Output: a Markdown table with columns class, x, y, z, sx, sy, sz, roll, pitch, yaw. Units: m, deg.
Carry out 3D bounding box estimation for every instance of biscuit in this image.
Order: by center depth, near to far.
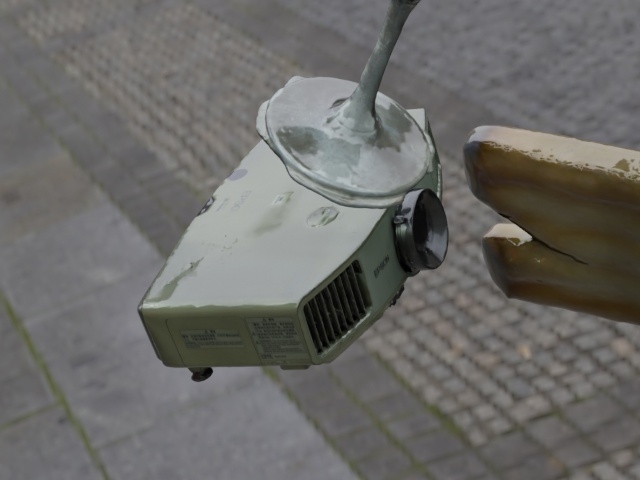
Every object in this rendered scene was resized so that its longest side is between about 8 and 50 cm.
| class | x | y | z | sx | sy | sz | roll | pitch | yaw |
| --- | --- | --- | --- | --- | --- | --- | --- | --- | --- |
| biscuit | 0.278 | -0.004 | 1.695 | 0.290 | 0.237 | 0.062 | 13 | 56 | 26 |

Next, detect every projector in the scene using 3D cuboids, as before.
| class | x | y | z | sx | sy | sz | roll | pitch | yaw |
| --- | --- | --- | --- | --- | --- | --- | --- | --- | --- |
| projector | 0.000 | 0.000 | 1.408 | 0.193 | 0.088 | 0.269 | -3 | 33 | 30 |

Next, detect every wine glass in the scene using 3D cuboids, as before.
| class | x | y | z | sx | sy | sz | roll | pitch | yaw |
| --- | --- | --- | --- | --- | --- | --- | --- | --- | --- |
| wine glass | 0.049 | -0.140 | 1.106 | 0.156 | 0.232 | 0.156 | 12 | 42 | -12 |
